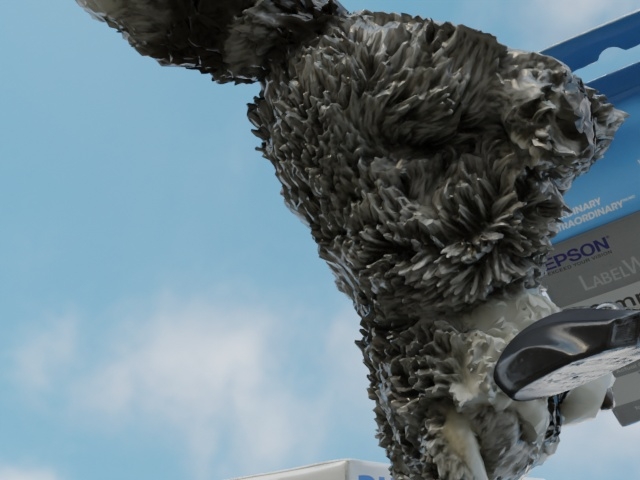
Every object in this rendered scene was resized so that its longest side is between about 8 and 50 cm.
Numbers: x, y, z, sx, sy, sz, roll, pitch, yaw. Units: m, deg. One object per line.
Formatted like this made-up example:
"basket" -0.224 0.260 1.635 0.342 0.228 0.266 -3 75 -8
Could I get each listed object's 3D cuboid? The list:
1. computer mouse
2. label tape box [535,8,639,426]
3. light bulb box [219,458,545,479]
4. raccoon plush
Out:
"computer mouse" 0.189 0.034 0.855 0.242 0.071 0.041 -31 -114 39
"label tape box" 0.298 -0.023 1.274 0.249 0.115 0.348 -22 -51 16
"light bulb box" 0.053 0.406 1.447 0.225 0.358 0.361 -14 -108 35
"raccoon plush" 0.000 0.000 1.054 0.446 0.216 0.299 20 -95 15
